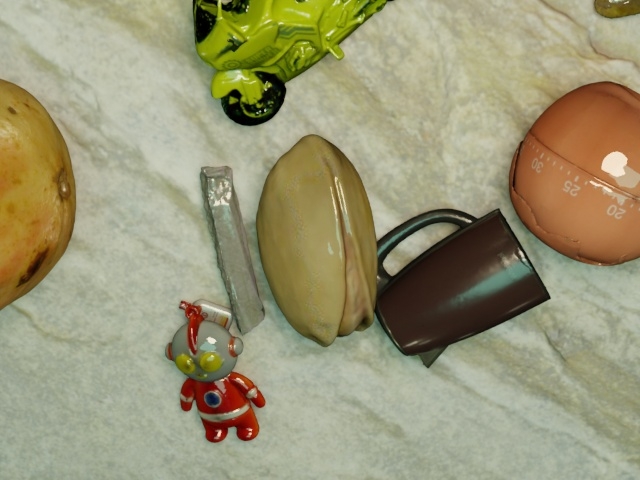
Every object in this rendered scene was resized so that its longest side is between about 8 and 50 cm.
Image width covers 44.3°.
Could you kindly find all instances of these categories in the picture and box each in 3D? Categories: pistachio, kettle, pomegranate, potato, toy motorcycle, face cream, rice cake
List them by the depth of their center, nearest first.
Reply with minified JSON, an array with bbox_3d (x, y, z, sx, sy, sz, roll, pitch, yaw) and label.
[{"bbox_3d":[-0.485,-0.048,0.994,0.343,0.342,0.342,0,108,-1],"label":"pomegranate"},{"bbox_3d":[-0.032,-0.306,1.004,0.342,0.142,0.206,-40,143,11],"label":"toy motorcycle"},{"bbox_3d":[0.415,-0.325,1.055,0.092,0.045,0.046,-18,72,2],"label":"potato"},{"bbox_3d":[0.000,0.000,1.084,0.162,0.181,0.293,-10,102,-27],"label":"pistachio"},{"bbox_3d":[0.180,0.055,1.131,0.232,0.144,0.202,-30,88,12],"label":"kettle"},{"bbox_3d":[-0.128,0.016,1.152,0.055,0.049,0.269,-19,109,-18],"label":"rice cake"},{"bbox_3d":[-0.174,0.111,1.197,0.083,0.021,0.040,20,110,-7],"label":"face cream"}]

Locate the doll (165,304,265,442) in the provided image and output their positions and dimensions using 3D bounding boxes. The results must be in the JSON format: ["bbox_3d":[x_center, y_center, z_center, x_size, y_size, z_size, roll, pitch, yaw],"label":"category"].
[{"bbox_3d":[-0.163,0.204,1.195,0.142,0.076,0.245,-6,119,13],"label":"doll"}]

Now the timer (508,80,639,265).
[{"bbox_3d":[0.372,-0.086,1.037,0.230,0.229,0.215,27,115,-10],"label":"timer"}]
